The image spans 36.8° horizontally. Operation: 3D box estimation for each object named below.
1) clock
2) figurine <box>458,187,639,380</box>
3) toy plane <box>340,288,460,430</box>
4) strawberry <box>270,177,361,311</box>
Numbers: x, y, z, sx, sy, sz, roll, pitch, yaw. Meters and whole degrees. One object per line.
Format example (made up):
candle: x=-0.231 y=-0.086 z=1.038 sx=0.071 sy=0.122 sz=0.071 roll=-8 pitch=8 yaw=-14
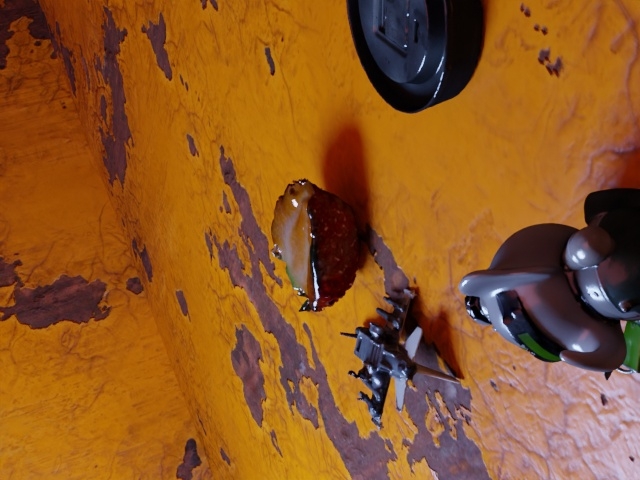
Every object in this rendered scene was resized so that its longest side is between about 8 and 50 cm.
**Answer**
clock: x=0.080 y=-0.207 z=0.857 sx=0.184 sy=0.040 sz=0.184 roll=51 pitch=150 yaw=46
figurine: x=0.182 y=0.033 z=0.680 sx=0.192 sy=0.147 sz=0.126 roll=-18 pitch=70 yaw=50
toy plane: x=0.065 y=0.124 z=1.094 sx=0.234 sy=0.082 sz=0.159 roll=20 pitch=98 yaw=63
strawberry: x=-0.001 y=0.002 z=1.151 sx=0.140 sy=0.085 sz=0.192 roll=-147 pitch=46 yaw=-61
